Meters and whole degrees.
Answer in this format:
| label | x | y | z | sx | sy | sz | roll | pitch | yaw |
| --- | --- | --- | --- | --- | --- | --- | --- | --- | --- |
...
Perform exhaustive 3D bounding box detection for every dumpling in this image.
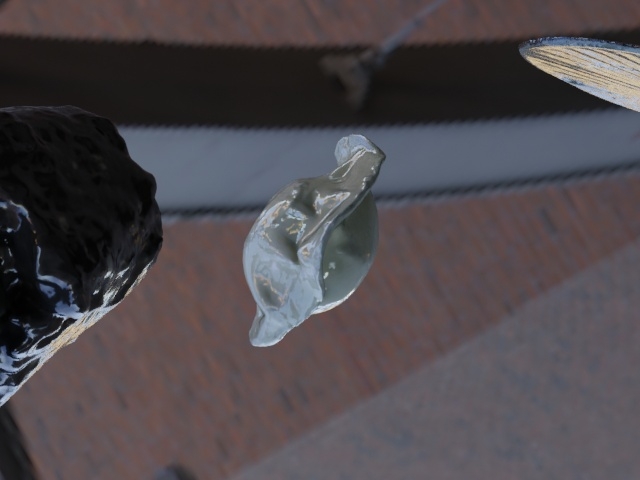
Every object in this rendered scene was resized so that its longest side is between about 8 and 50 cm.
| label | x | y | z | sx | sy | sz | roll | pitch | yaw |
| --- | --- | --- | --- | --- | --- | --- | --- | --- | --- |
| dumpling | 0.000 | 0.002 | 1.413 | 0.100 | 0.169 | 0.134 | 51 | 164 | -6 |

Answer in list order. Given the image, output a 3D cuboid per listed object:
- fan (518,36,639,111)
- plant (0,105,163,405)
| label | x | y | z | sx | sy | sz | roll | pitch | yaw |
| --- | --- | --- | --- | --- | --- | --- | --- | --- | --- |
| fan | 0.267 | -0.078 | 1.125 | 0.294 | 0.012 | 0.223 | 18 | 177 | -2 |
| plant | -0.170 | 0.008 | 0.907 | 0.132 | 0.129 | 0.194 | 46 | -146 | 8 |
